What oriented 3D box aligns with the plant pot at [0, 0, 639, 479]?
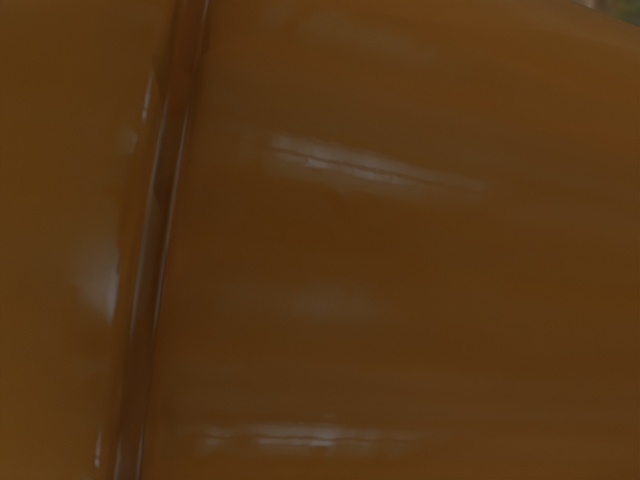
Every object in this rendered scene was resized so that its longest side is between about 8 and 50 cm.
[{"bbox_3d":[0.000,0.000,0.506,0.205,0.188,0.205,-172,90,-89],"label":"plant pot"}]
